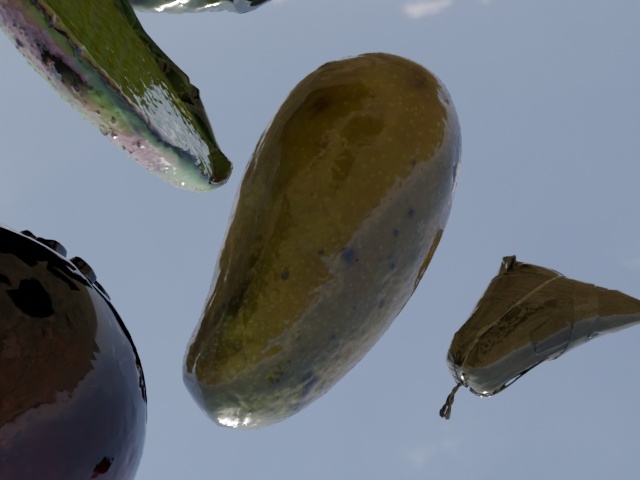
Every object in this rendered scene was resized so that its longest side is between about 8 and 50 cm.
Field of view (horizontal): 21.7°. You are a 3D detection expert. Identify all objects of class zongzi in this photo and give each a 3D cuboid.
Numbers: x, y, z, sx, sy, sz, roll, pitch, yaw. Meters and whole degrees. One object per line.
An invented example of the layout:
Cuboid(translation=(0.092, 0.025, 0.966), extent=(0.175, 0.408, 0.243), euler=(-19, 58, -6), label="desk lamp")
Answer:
Cuboid(translation=(0.223, 0.107, 1.635), extent=(0.178, 0.081, 0.189), euler=(14, -132, 28), label="zongzi")

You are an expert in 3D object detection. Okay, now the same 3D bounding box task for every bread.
Cuboid(translation=(-0.123, -0.110, 0.811), extent=(0.033, 0.228, 0.228), euler=(-37, -161, 8), label="bread")

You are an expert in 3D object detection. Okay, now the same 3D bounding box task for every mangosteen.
Cuboid(translation=(-0.169, 0.081, 0.706), extent=(0.200, 0.200, 0.200), euler=(-10, -159, 4), label="mangosteen")

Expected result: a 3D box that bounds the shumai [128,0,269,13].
Cuboid(translation=(-0.163, -0.336, 1.171), extent=(0.397, 0.324, 0.323), euler=(39, -163, 14), label="shumai")

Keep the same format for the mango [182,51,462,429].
Cuboid(translation=(0.006, 0.002, 1.283), extent=(0.175, 0.176, 0.329), euler=(-7, -121, 52), label="mango")
